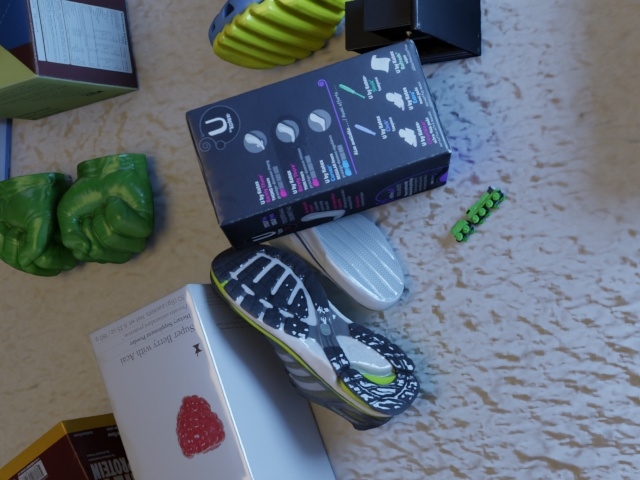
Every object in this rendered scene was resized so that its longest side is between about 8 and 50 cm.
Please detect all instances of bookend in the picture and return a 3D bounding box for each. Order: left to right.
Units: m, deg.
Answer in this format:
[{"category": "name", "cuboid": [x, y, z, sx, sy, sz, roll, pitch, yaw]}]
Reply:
[{"category": "bookend", "cuboid": [0.083, -0.252, 1.680, 0.156, 0.157, 0.072, -4, 83, 32]}]

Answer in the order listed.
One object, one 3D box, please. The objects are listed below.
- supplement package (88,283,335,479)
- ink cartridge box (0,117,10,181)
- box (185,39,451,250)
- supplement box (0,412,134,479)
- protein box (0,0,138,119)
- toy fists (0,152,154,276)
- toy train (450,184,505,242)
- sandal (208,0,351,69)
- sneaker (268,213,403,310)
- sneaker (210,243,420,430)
[{"category": "supplement package", "cuboid": [-0.132, 0.217, 1.809, 0.177, 0.175, 0.293, -27, 77, 29]}, {"category": "ink cartridge box", "cuboid": [-0.651, -0.168, 2.152, 0.395, 0.151, 0.270, 4, 92, 31]}, {"category": "box", "cuboid": [0.000, -0.105, 1.668, 0.270, 0.165, 0.143, -18, 78, -1]}, {"category": "supplement box", "cuboid": [-0.324, 0.365, 1.959, 0.191, 0.129, 0.194, -38, 71, 26]}, {"category": "protein box", "cuboid": [-0.391, -0.254, 1.956, 0.200, 0.201, 0.136, -12, 84, 32]}, {"category": "toy fists", "cuboid": [-0.343, -0.028, 1.991, 0.279, 0.096, 0.142, -11, 86, 31]}, {"category": "toy train", "cuboid": [0.184, -0.032, 1.702, 0.083, 0.017, 0.023, -50, 55, 22]}, {"category": "sandal", "cuboid": [-0.016, -0.331, 1.779, 0.317, 0.126, 0.138, -36, 53, 26]}, {"category": "sneaker", "cuboid": [0.000, 0.000, 1.789, 0.258, 0.094, 0.091, 47, 142, 20]}, {"category": "sneaker", "cuboid": [-0.023, 0.125, 1.751, 0.300, 0.111, 0.121, 43, 143, 13]}]
